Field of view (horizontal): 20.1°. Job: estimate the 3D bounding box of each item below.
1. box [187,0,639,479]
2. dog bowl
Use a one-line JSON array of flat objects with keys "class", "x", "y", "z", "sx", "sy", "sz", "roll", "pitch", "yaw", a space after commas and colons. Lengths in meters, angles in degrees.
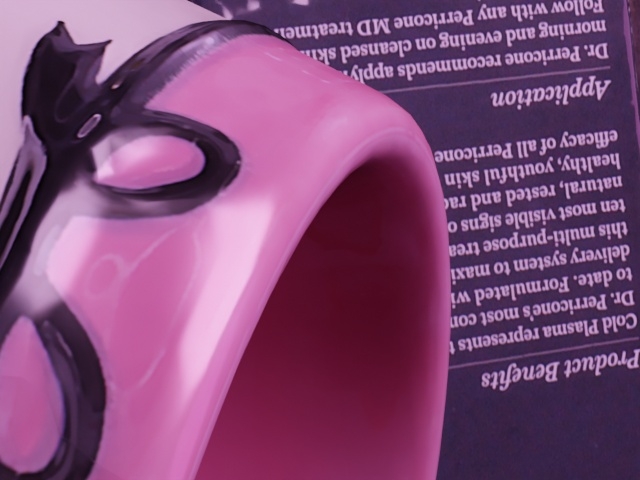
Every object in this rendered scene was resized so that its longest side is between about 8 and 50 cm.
[{"class": "box", "x": 0.000, "y": 0.000, "z": 1.253, "sx": 0.480, "sy": 0.297, "sz": 0.471, "roll": -174, "pitch": -101, "yaw": -73}, {"class": "dog bowl", "x": -0.076, "y": 0.117, "z": 0.484, "sx": 0.408, "sy": 0.150, "sz": 0.407, "roll": 10, "pitch": 90, "yaw": -77}]
